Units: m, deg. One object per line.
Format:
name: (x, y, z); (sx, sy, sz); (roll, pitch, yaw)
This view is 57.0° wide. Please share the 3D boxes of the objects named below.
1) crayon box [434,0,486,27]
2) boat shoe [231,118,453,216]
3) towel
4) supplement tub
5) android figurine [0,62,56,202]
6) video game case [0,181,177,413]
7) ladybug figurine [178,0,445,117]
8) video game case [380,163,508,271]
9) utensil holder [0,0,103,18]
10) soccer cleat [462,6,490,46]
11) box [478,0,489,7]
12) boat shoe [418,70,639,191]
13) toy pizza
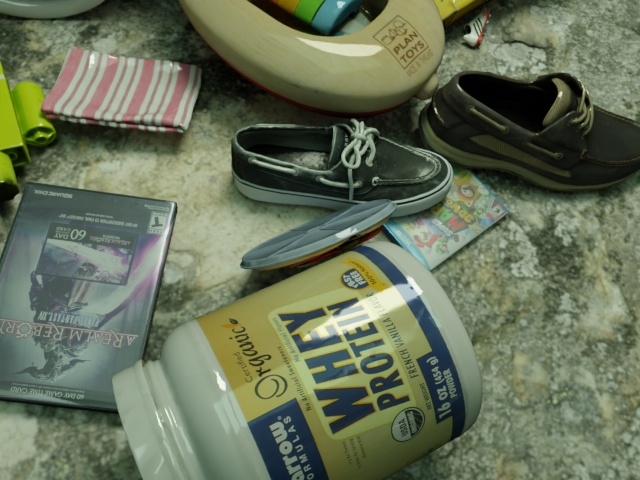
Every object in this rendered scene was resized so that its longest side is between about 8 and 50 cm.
crayon box: (0.246, -0.498, 0.956); (0.318, 0.081, 0.202); (-33, 91, -1)
boat shoe: (0.033, -0.110, 0.791); (0.306, 0.105, 0.113); (8, 59, 0)
towel: (-0.273, -0.214, 0.830); (0.197, 0.029, 0.144); (5, 51, -5)
supplement tub: (-0.024, 0.157, 0.604); (0.316, 0.228, 0.228); (-24, 71, -17)
android figurine: (-0.489, -0.156, 0.772); (0.248, 0.056, 0.273); (-20, 65, -20)
video game case: (-0.300, 0.063, 0.725); (0.196, 0.026, 0.274); (8, 64, -4)
ladybug figurine: (-0.023, -0.326, 0.859); (0.449, 0.162, 0.305); (41, 68, 12)
video game case: (0.169, -0.040, 0.835); (0.166, 0.015, 0.119); (-34, 74, -19)
utensil holder: (-0.430, -0.580, 0.840); (0.327, 0.327, 0.385); (-2, 64, -8)
soccer cleat: (0.260, -0.361, 0.985); (0.035, 0.029, 0.083); (20, 69, -3)
box: (0.257, -0.443, 1.026); (0.067, 0.018, 0.083); (-35, 74, -20)
boat shoe: (0.323, -0.159, 0.838); (0.355, 0.130, 0.132); (4, 64, -10)
toy pizza: (0.000, 0.000, 0.709); (0.201, 0.201, 0.032); (-24, 99, -17)
